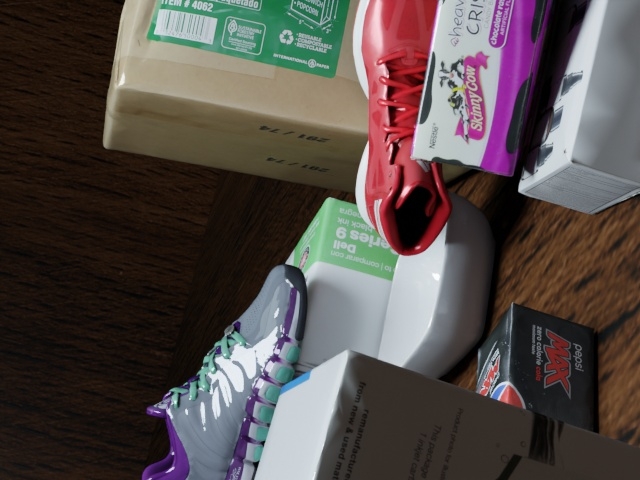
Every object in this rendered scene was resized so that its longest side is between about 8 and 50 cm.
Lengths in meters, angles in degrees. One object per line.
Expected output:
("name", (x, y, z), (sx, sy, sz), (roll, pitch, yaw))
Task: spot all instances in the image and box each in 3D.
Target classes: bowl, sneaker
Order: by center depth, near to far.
("sneaker", (0.075, -0.093, 1.136), (0.128, 0.087, 0.221), (-117, 23, -68))
("bowl", (0.095, 0.047, 1.202), (0.142, 0.053, 0.142), (120, 163, -59))
("sneaker", (-0.082, 0.118, 1.226), (0.083, 0.098, 0.223), (-172, 100, -77))

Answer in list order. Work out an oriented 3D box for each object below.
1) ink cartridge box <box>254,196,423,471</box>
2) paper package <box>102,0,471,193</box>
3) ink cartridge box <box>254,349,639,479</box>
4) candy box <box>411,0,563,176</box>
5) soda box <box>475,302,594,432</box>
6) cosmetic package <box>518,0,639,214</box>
("ink cartridge box", (0.008, 0.142, 1.332), (0.211, 0.122, 0.289), (124, 161, -59))
("paper package", (-0.018, -0.156, 1.342), (0.309, 0.325, 0.168), (147, 133, -78))
("ink cartridge box", (0.079, 0.128, 0.693), (0.148, 0.203, 0.086), (138, 150, -72))
("candy box", (0.126, -0.147, 1.036), (0.233, 0.071, 0.159), (-44, -35, -70))
("soda box", (0.123, 0.121, 0.881), (0.053, 0.060, 0.169), (118, 166, -47))
("cosmetic package", (0.190, -0.144, 0.958), (0.099, 0.060, 0.239), (145, 140, -74))
